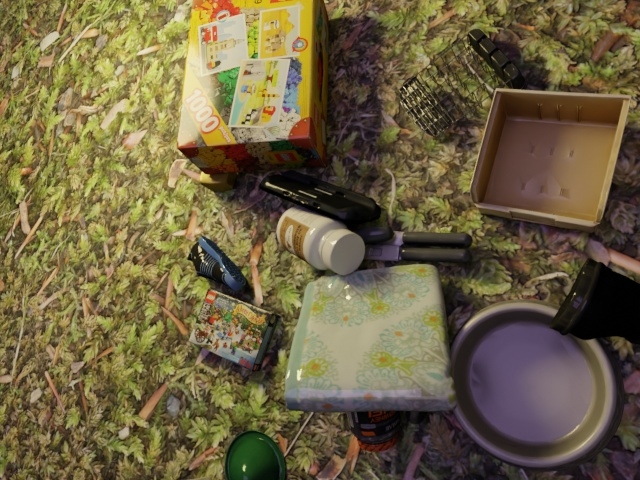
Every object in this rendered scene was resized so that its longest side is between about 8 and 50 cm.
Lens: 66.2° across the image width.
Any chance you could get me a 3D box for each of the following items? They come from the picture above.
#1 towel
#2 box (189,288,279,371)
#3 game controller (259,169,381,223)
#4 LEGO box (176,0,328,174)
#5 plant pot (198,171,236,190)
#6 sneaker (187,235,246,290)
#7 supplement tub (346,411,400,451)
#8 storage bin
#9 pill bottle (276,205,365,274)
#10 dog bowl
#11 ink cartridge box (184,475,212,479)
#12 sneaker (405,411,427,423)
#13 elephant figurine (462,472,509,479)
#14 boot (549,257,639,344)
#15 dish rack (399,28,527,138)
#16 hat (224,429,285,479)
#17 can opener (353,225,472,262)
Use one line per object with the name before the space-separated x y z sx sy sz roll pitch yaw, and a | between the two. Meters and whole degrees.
towel | 0.107 0.194 1.039 0.320 0.090 0.375 -7 34 14
box | -0.241 0.243 1.354 0.233 0.044 0.159 16 83 29
game controller | -0.004 -0.110 1.270 0.319 0.166 0.067 23 121 30
LEGO box | -0.176 -0.459 1.395 0.372 0.193 0.501 -3 74 12
plant pot | -0.305 -0.194 1.493 0.083 0.081 0.082 12 81 21
sneaker | -0.303 0.085 1.415 0.090 0.081 0.232 -52 54 8
supplement tub | 0.111 0.353 1.077 0.116 0.117 0.191 -7 100 25
storage bin | 0.489 -0.175 1.063 0.262 0.123 0.261 13 82 28
pill bottle | 0.000 0.000 1.214 0.229 0.131 0.131 27 89 51
dog bowl | 0.413 0.282 0.985 0.348 0.102 0.349 -8 72 24
ink cartridge box | -0.464 0.788 1.241 0.394 0.166 0.286 -20 67 21
sneaker | 0.198 0.286 1.102 0.130 0.087 0.228 4 74 29
elephant figurine | 0.290 0.527 0.895 0.185 0.239 0.170 -6 73 25
boot | 0.559 0.135 0.822 0.260 0.348 0.131 29 110 33
dish rack | 0.342 -0.384 1.228 0.271 0.074 0.208 -36 62 15
hat | -0.195 0.558 1.161 0.208 0.183 0.173 24 87 30
can opener | 0.209 0.009 1.165 0.283 0.095 0.076 1 77 34
